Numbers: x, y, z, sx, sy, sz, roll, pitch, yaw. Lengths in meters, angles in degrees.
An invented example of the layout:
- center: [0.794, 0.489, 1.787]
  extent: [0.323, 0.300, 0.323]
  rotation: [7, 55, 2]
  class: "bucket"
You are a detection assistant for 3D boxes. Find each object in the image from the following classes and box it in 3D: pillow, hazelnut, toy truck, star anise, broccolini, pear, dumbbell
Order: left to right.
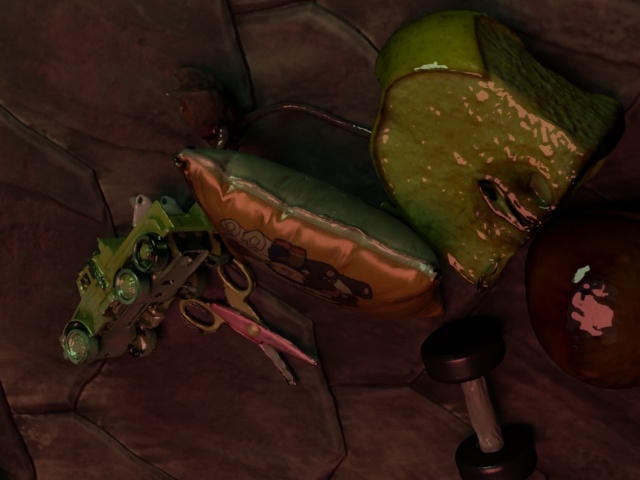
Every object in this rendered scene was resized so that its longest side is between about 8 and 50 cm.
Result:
- center: [-0.233, 0.042, 1.635]
  extent: [0.135, 0.128, 0.259]
  rotation: [53, 124, 26]
  class: "toy truck"
- center: [-0.042, -0.151, 1.480]
  extent: [0.227, 0.148, 0.218]
  rotation: [-23, 72, 0]
  class: "star anise"
- center: [0.000, 0.000, 1.442]
  extent: [0.310, 0.312, 0.119]
  rotation: [23, 85, 7]
  class: "pillow"
- center: [0.133, -0.009, 1.527]
  extent: [0.140, 0.030, 0.035]
  rotation: [25, 156, 12]
  class: "broccolini"
- center: [0.159, -0.110, 1.392]
  extent: [0.255, 0.164, 0.238]
  rotation: [37, 130, 5]
  class: "pear"
- center: [0.191, 0.197, 1.559]
  extent: [0.100, 0.100, 0.191]
  rotation: [-9, 111, 23]
  class: "dumbbell"
- center: [0.301, 0.054, 1.416]
  extent: [0.208, 0.208, 0.208]
  rotation: [8, 117, 15]
  class: "hazelnut"

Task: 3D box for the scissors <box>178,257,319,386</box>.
- center: [-0.087, 0.111, 1.659]
  extent: [0.187, 0.020, 0.133]
  rotation: [41, 124, -1]
  class: "scissors"
